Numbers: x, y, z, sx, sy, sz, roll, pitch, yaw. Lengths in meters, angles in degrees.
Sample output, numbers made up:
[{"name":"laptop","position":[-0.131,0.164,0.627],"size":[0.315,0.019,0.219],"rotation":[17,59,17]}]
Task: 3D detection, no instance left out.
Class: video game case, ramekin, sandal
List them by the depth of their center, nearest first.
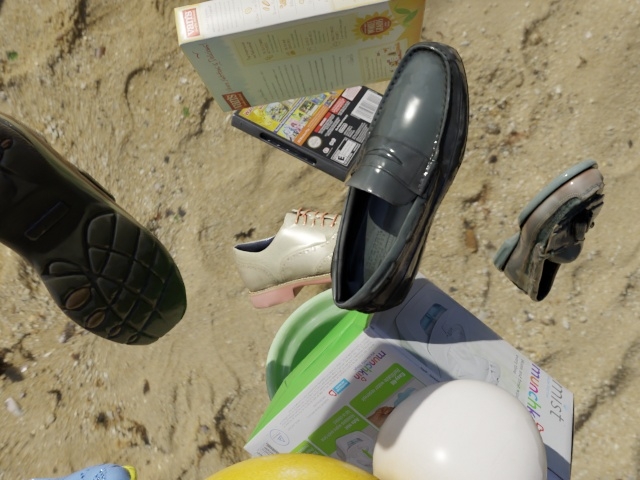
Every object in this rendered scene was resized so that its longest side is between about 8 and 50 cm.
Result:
[{"name":"sandal","position":[-0.393,0.408,0.908],"size":[0.138,0.317,0.126],"rotation":[30,44,-38]},{"name":"ramekin","position":[0.075,0.229,0.981],"size":[0.303,0.303,0.148],"rotation":[-39,140,-20]},{"name":"video game case","position":[-0.007,-0.261,1.223],"size":[0.248,0.035,0.275],"rotation":[28,50,5]}]

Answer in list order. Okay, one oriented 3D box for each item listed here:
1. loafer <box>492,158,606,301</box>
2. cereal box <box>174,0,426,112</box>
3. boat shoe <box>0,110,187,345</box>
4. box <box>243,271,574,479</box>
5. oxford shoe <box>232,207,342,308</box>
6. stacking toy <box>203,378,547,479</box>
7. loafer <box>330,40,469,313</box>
[{"name":"loafer","position":[0.285,-0.001,0.722],"size":[0.096,0.267,0.084],"rotation":[-28,70,-9]},{"name":"cereal box","position":[-0.014,-0.209,0.645],"size":[0.240,0.173,0.047],"rotation":[-10,79,3]},{"name":"boat shoe","position":[-0.260,-0.019,0.627],"size":[0.122,0.120,0.324],"rotation":[-37,128,-5]},{"name":"box","position":[0.085,0.195,0.636],"size":[0.231,0.262,0.127],"rotation":[37,38,-1]},{"name":"oxford shoe","position":[0.000,0.000,1.139],"size":[0.397,0.140,0.147],"rotation":[-26,100,20]},{"name":"stacking toy","position":[-0.037,0.240,0.345],"size":[0.480,0.350,0.351],"rotation":[-38,96,-27]},{"name":"loafer","position":[0.060,-0.046,0.477],"size":[0.078,0.076,0.223],"rotation":[-5,113,-54]}]
